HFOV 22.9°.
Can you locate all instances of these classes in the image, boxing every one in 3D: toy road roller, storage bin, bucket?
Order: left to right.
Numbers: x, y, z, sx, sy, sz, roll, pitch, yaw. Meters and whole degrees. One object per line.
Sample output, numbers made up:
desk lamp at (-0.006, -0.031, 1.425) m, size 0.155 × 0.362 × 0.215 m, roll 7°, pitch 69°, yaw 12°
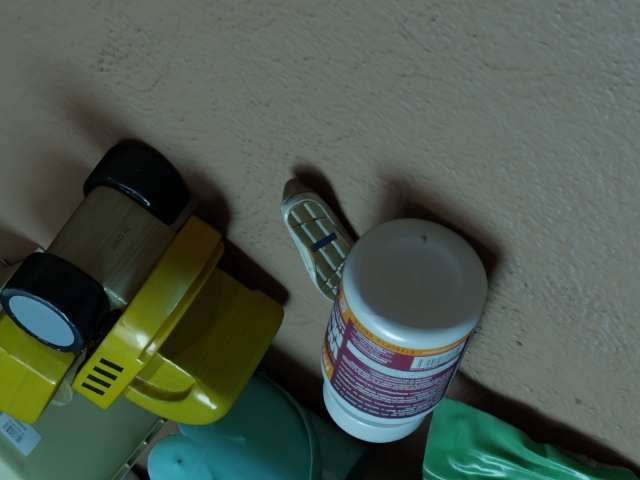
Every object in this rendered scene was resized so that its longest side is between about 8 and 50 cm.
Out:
storage bin at (-0.340, 0.191, 1.833) m, size 0.262 × 0.260 × 0.123 m, roll 50°, pitch 145°, yaw -16°
toy road roller at (-0.188, 0.087, 1.580) m, size 0.241 × 0.202 × 0.329 m, roll 36°, pitch 149°, yaw -5°
bucket at (-0.079, 0.284, 1.662) m, size 0.183 × 0.281 × 0.281 m, roll 25°, pitch 148°, yaw 11°

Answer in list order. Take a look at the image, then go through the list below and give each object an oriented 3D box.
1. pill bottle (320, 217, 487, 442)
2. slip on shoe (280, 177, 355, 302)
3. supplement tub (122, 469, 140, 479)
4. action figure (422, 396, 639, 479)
pill bottle at (0.065, 0.085, 1.371) m, size 0.121 × 0.121 × 0.221 m, roll 33°, pitch 149°, yaw 12°
slip on shoe at (0.000, 0.000, 1.414) m, size 0.135 × 0.051 × 0.041 m, roll 56°, pitch -173°, yaw -40°
supplement tub at (-0.277, 0.456, 2.179) m, size 0.191 × 0.191 × 0.272 m, roll 7°, pitch 137°, yaw 43°
action figure at (0.208, 0.229, 1.437) m, size 0.232 × 0.063 × 0.137 m, roll 12°, pitch 102°, yaw 18°
